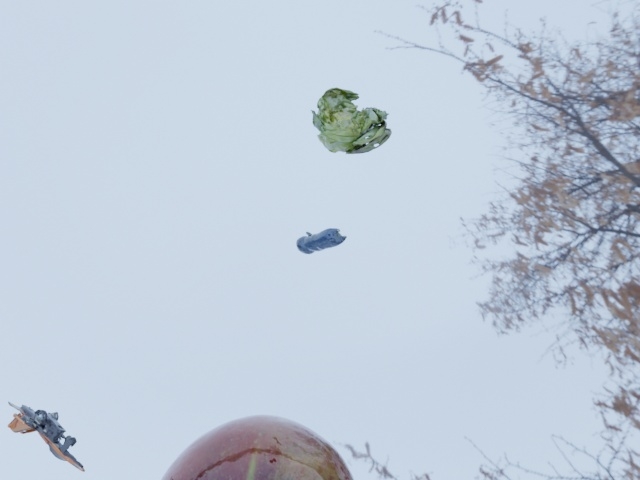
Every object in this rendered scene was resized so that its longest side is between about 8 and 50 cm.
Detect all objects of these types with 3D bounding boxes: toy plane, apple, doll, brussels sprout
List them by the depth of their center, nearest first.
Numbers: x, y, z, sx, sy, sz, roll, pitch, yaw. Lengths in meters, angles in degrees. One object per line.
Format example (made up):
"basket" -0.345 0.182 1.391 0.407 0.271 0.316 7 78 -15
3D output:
"brussels sprout" 0.033 -0.121 0.677 0.085 0.085 0.058 -8 -45 2
"apple" -0.108 0.458 1.045 0.348 0.277 0.349 1 -106 -4
"doll" 0.000 0.000 1.075 0.037 0.125 0.027 45 -123 -20
"toy plane" -0.483 0.349 1.161 0.188 0.135 0.062 22 -107 19
